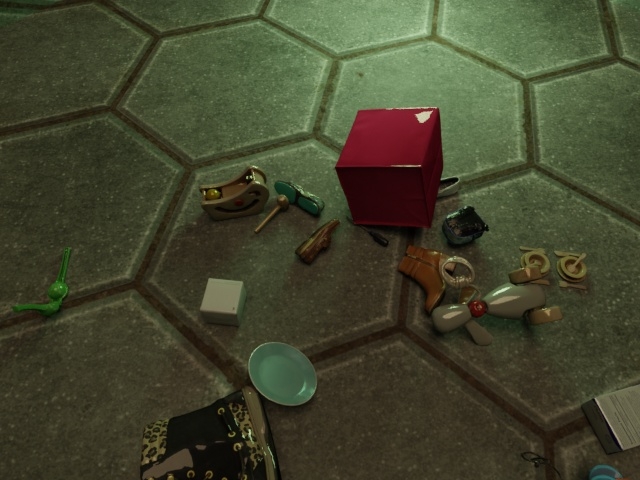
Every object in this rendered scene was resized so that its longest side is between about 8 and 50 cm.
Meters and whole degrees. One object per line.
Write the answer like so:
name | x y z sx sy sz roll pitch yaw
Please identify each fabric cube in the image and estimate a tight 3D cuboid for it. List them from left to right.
fabric cube | 0.222 -0.218 1.386 0.254 0.259 0.258 4 53 22

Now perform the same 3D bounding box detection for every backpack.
backpack | 0.436 -0.038 1.414 0.114 0.084 0.105 -19 61 -17

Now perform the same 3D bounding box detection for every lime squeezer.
lime squeezer | -0.759 0.140 1.277 0.058 0.110 0.310 -19 27 6

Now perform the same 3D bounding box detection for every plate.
plate | -0.098 0.340 1.163 0.188 0.024 0.188 21 33 -14

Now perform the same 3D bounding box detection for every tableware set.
tableware set | 0.704 0.072 1.376 0.194 0.039 0.128 7 58 4

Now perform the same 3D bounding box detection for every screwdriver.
screwdriver | 0.147 -0.035 1.449 0.170 0.024 0.025 39 35 28

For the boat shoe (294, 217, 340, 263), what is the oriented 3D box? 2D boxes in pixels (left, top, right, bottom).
boat shoe | 0.000 0.000 1.402 0.178 0.064 0.060 -43 98 -23

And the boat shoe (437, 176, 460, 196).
boat shoe | 0.375 -0.169 1.508 0.184 0.063 0.066 -10 58 -8

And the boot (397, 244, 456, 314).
boot | 0.296 0.110 1.335 0.152 0.073 0.197 20 61 20

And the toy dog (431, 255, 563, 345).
toy dog | 0.469 0.176 1.254 0.333 0.161 0.220 5 73 7

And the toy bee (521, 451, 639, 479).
toy bee | 0.620 0.581 1.004 0.195 0.298 0.162 6 83 -37

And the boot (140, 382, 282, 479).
boot | -0.234 0.523 1.006 0.284 0.138 0.377 -13 51 -9

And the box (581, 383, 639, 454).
box | 0.746 0.439 1.125 0.137 0.072 0.126 -11 59 -9

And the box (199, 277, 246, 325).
box | -0.267 0.171 1.267 0.101 0.087 0.102 6 58 2

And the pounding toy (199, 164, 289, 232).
pounding toy | -0.231 -0.122 1.414 0.269 0.154 0.155 -10 58 -7

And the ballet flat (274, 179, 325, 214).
ballet flat | -0.065 -0.144 1.494 0.188 0.070 0.070 35 63 17
